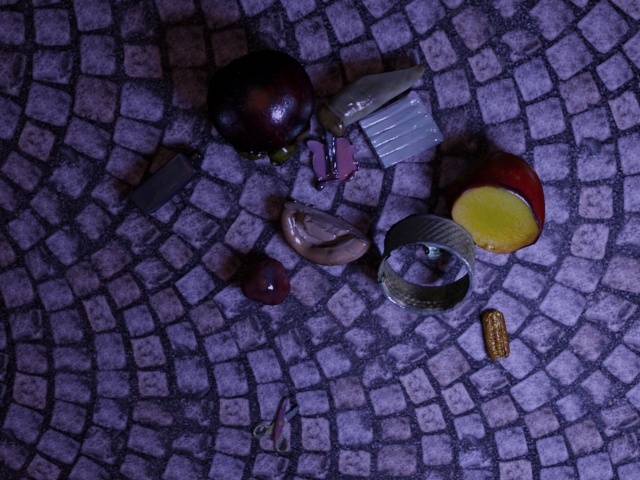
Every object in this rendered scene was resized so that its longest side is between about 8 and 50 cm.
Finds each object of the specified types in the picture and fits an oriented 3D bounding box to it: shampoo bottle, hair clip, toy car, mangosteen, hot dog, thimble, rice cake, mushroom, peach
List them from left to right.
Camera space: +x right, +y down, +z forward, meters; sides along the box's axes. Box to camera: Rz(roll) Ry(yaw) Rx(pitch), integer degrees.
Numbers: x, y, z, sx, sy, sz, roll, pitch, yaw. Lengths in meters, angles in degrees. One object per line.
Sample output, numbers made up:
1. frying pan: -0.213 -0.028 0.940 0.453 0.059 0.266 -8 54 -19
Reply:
1. shampoo bottle: -0.453 -0.182 1.307 0.246 0.080 0.079 -39 97 8
2. mangosteen: -0.151 -0.353 1.165 0.300 0.300 0.300 0 99 2
3. peach: -0.168 0.132 1.309 0.152 0.152 0.152 0 99 2
4. mushroom: 0.000 0.000 1.290 0.286 0.156 0.151 26 111 10
5. hair clip: 0.039 -0.252 1.297 0.146 0.056 0.187 -10 107 3
6. mushroom: 0.137 -0.417 1.222 0.333 0.087 0.107 -36 105 -3
7. rice cake: 0.234 -0.321 1.269 0.198 0.037 0.189 -33 100 1
8. thimble: 0.297 0.071 1.229 0.271 0.150 0.270 10 126 14
9. toy car: 0.347 -0.004 1.326 0.059 0.035 0.122 -7 107 3
10. hot dog: 0.550 0.294 1.357 0.071 0.045 0.165 -12 99 6
11. peach: 0.502 -0.103 1.201 0.245 0.248 0.274 -42 100 -14

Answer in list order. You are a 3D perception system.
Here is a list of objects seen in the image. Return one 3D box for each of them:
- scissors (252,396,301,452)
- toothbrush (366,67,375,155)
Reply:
1. scissors: -0.136 0.608 1.445 0.133 0.020 0.187 32 100 2
2. toothbrush: 0.155 -0.379 1.283 0.018 0.024 0.257 -6 100 3
